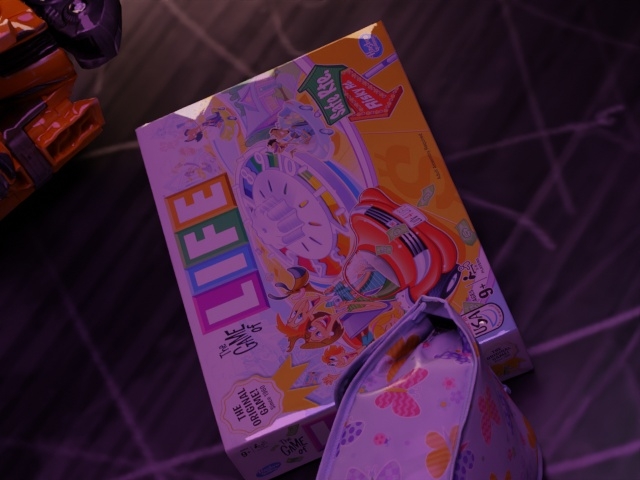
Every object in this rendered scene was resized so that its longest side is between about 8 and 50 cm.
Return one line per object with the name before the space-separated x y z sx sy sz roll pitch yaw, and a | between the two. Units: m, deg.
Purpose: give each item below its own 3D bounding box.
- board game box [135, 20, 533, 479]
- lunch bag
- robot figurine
board game box | 0.000 0.000 0.606 0.103 0.026 0.154 -24 50 4
lunch bag | 0.034 0.069 0.513 0.053 0.071 0.083 2 58 28
robot figurine | -0.200 -0.083 0.710 0.211 0.085 0.291 -42 51 -11
